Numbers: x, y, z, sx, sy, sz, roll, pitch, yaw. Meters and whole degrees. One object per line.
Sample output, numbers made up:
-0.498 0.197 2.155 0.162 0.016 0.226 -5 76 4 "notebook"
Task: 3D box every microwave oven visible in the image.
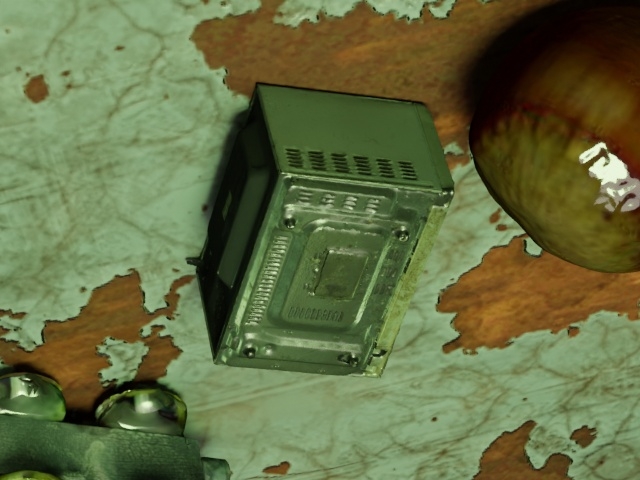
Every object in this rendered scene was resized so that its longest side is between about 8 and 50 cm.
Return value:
0.000 0.000 1.482 0.163 0.129 0.205 4 131 -18 "microwave oven"

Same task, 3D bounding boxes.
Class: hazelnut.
0.221 -0.084 1.433 0.208 0.208 0.208 -7 134 -7 "hazelnut"

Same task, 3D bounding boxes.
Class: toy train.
-0.217 0.214 1.631 0.261 0.134 0.177 10 138 -21 "toy train"
